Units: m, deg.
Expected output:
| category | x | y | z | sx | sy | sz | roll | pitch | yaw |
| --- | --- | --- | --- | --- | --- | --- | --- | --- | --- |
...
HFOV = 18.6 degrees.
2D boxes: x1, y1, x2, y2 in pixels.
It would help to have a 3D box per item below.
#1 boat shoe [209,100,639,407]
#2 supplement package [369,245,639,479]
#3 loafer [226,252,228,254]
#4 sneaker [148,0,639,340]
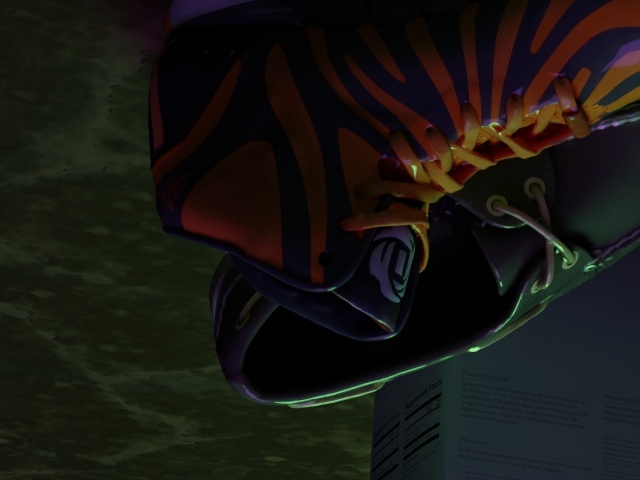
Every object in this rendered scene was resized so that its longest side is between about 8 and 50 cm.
| category | x | y | z | sx | sy | sz | roll | pitch | yaw |
| --- | --- | --- | --- | --- | --- | --- | --- | --- | --- |
| boat shoe | 0.084 | 0.002 | 1.030 | 0.305 | 0.091 | 0.109 | -25 | 112 | 7 |
| supplement package | 0.144 | 0.092 | 1.225 | 0.194 | 0.203 | 0.149 | 10 | 157 | -14 |
| loafer | 0.000 | 0.000 | 1.155 | 0.092 | 0.102 | 0.268 | 1 | 156 | 15 |
| sneaker | 0.069 | -0.042 | 0.938 | 0.321 | 0.180 | 0.124 | -5 | 156 | 20 |
